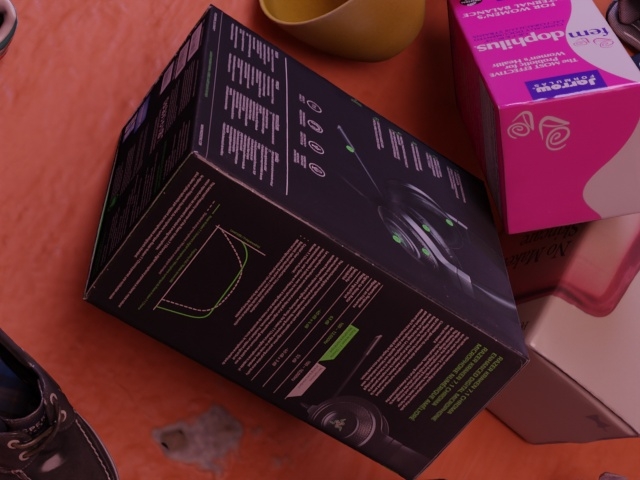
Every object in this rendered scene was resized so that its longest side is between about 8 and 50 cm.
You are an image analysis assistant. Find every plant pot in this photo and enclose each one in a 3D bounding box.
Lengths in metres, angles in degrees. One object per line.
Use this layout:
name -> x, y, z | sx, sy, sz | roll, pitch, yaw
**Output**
plant pot -> 0.032, -0.198, 1.103 | 0.095, 0.134, 0.134 | 42, 62, -41

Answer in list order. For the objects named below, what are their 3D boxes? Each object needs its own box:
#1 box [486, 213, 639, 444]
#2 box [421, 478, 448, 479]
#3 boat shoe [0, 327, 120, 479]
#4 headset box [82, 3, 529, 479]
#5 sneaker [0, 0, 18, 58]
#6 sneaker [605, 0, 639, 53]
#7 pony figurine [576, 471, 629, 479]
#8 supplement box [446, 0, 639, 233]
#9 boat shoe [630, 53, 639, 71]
box -> 0.220, 0.036, 1.128 | 0.127, 0.148, 0.232 | 39, 65, -15
box -> 0.081, 0.287, 0.988 | 0.051, 0.175, 0.220 | -6, 76, 5
boat shoe -> -0.210, 0.110, 0.928 | 0.080, 0.076, 0.228 | -45, 109, -26
headset box -> 0.000, 0.000, 0.966 | 0.283, 0.131, 0.246 | 31, 25, -19
sneaker -> -0.281, -0.130, 0.950 | 0.161, 0.075, 0.057 | -29, 94, -28
sneaker -> 0.325, -0.273, 1.267 | 0.153, 0.101, 0.269 | -27, 95, -31
pony figurine -> 0.348, 0.376, 1.083 | 0.363, 0.302, 0.351 | 13, 81, -40
supplement box -> 0.173, -0.112, 1.071 | 0.111, 0.220, 0.114 | -10, 123, -1
boat shoe -> 0.348, -0.057, 1.235 | 0.258, 0.089, 0.109 | 61, 31, -13
